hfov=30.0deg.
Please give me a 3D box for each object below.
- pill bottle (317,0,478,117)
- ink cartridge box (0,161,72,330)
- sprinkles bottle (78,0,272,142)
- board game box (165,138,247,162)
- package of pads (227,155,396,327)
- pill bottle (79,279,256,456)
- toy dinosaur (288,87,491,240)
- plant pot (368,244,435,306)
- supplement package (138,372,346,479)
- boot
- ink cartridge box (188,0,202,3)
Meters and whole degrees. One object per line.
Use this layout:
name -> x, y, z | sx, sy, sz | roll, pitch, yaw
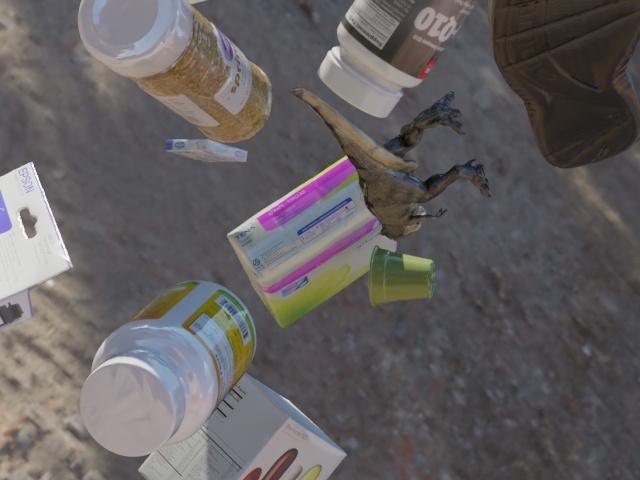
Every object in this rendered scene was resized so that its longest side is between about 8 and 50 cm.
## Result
pill bottle -> 0.129, -0.343, 1.869 | 0.161, 0.283, 0.161 | 30, 20, -12
ink cartridge box -> -0.369, 0.024, 1.243 | 0.206, 0.208, 0.045 | -122, -169, -47
sprinkles bottle -> -0.166, -0.218, 1.460 | 0.121, 0.121, 0.355 | 53, 6, 17
board game box -> -0.176, -0.138, 1.843 | 0.090, 0.090, 0.020 | 14, 82, -51
package of pads -> 0.000, 0.000, 1.717 | 0.101, 0.229, 0.296 | 55, -7, 15
pill bottle -> -0.164, 0.138, 1.286 | 0.136, 0.136, 0.245 | 45, 19, -1
toy dinosaur -> 0.077, -0.067, 1.047 | 0.268, 0.118, 0.064 | 52, 24, -55
plant pot -> 0.111, 0.050, 1.602 | 0.079, 0.083, 0.083 | 3, 19, 15
supplement package -> -0.109, 0.321, 1.727 | 0.149, 0.203, 0.194 | 37, -3, 37
boot -> 0.212, -0.270, 1.125 | 0.377, 0.138, 0.284 | 52, 25, -58
ink cartridge box -> -0.134, -0.518, 1.955 | 0.272, 0.199, 0.114 | -85, 158, -49
